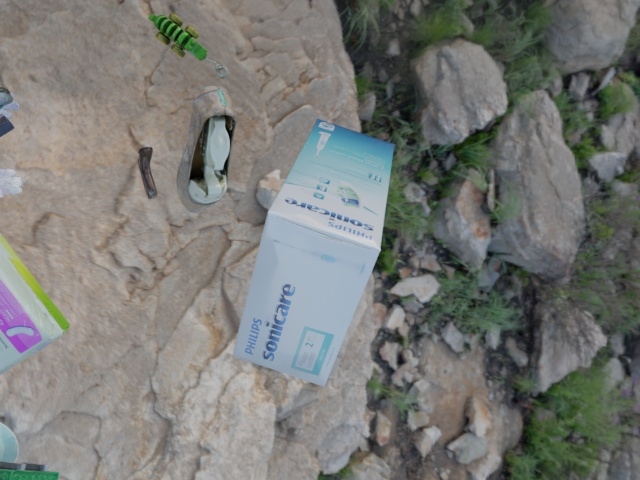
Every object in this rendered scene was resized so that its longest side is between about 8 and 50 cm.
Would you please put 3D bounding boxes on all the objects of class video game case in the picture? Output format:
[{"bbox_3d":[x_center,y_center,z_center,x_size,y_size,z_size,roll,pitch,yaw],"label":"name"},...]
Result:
[{"bbox_3d":[-0.806,-0.224,1.218,0.196,0.274,0.026,-40,121,-17],"label":"video game case"}]

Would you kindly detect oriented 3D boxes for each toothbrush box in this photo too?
[{"bbox_3d":[0.000,0.000,0.697,0.126,0.295,0.216,19,122,1],"label":"toothbrush box"}]

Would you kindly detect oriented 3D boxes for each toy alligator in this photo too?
[{"bbox_3d":[-0.255,-0.378,1.006,0.189,0.051,0.056,38,94,0],"label":"toy alligator"}]

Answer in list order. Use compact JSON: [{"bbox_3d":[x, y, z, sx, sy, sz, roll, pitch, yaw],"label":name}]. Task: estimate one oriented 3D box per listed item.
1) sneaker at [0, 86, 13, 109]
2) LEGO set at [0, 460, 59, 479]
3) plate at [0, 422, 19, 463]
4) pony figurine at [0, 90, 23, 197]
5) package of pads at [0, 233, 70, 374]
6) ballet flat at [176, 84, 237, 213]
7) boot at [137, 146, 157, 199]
[{"bbox_3d":[-0.665,-0.175,0.994,0.262,0.104,0.125,-45,115,-5],"label":"sneaker"},{"bbox_3d":[-0.391,0.310,0.437,0.255,0.192,0.331,24,61,-55],"label":"LEGO set"},{"bbox_3d":[-0.838,0.511,1.285,0.188,0.188,0.024,28,109,-29],"label":"plate"},{"bbox_3d":[-0.999,-0.246,1.388,0.351,0.363,0.303,-7,90,-40],"label":"pony figurine"},{"bbox_3d":[-0.604,0.096,0.862,0.229,0.101,0.296,-32,101,-1],"label":"package of pads"},{"bbox_3d":[-0.229,-0.154,1.076,0.107,0.106,0.316,-12,138,-28],"label":"ballet flat"},{"bbox_3d":[-0.428,-0.165,1.323,0.037,0.106,0.114,-10,77,-26],"label":"boot"}]
